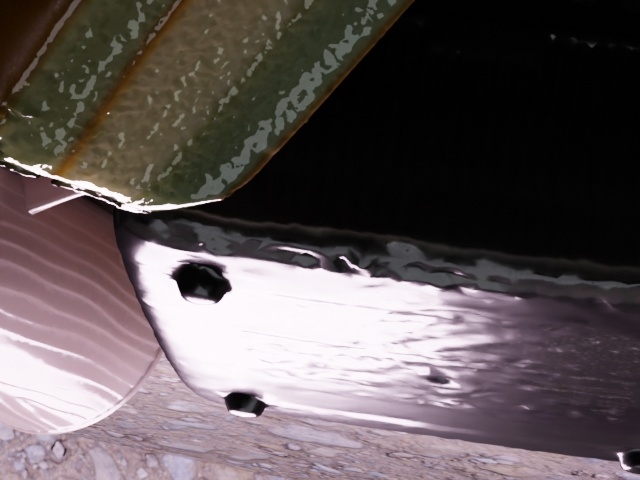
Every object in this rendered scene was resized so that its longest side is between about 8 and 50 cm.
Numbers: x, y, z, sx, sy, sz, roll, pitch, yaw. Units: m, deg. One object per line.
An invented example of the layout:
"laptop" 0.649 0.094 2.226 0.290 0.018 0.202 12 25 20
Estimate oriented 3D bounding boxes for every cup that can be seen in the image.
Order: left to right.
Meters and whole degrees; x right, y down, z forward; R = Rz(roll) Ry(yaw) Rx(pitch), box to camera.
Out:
"cup" -0.254 0.034 1.543 0.288 0.208 0.273 1 160 29

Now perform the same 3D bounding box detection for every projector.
"projector" 0.095 -0.015 1.141 0.395 0.242 0.405 9 162 6

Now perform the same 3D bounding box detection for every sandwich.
"sandwich" -0.040 -0.143 0.827 0.155 0.227 0.198 21 160 -34
